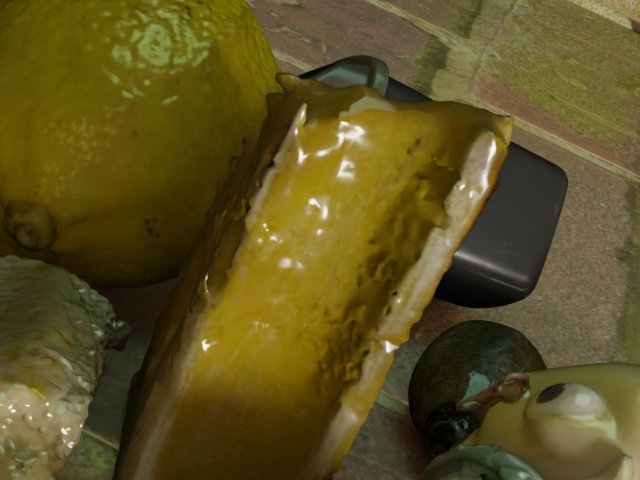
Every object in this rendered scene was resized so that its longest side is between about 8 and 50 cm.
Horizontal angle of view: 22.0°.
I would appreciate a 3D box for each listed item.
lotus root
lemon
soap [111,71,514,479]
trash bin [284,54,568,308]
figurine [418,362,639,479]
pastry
[{"bbox_3d":[0.125,0.125,1.315,0.113,0.088,0.192,35,23,9],"label":"lotus root"},{"bbox_3d":[-0.161,-0.093,1.282,0.268,0.268,0.322,22,26,-5],"label":"lemon"},{"bbox_3d":[0.000,0.000,1.129,0.169,0.338,0.304,23,23,-9],"label":"soap"},{"bbox_3d":[0.055,-0.052,1.488,0.290,0.182,0.209,23,-11,-20],"label":"trash bin"},{"bbox_3d":[0.109,0.215,1.010,0.394,0.226,0.274,-2,61,-38],"label":"figurine"},{"bbox_3d":[-0.199,0.087,1.070,0.121,0.089,0.258,10,19,-1],"label":"pastry"}]
